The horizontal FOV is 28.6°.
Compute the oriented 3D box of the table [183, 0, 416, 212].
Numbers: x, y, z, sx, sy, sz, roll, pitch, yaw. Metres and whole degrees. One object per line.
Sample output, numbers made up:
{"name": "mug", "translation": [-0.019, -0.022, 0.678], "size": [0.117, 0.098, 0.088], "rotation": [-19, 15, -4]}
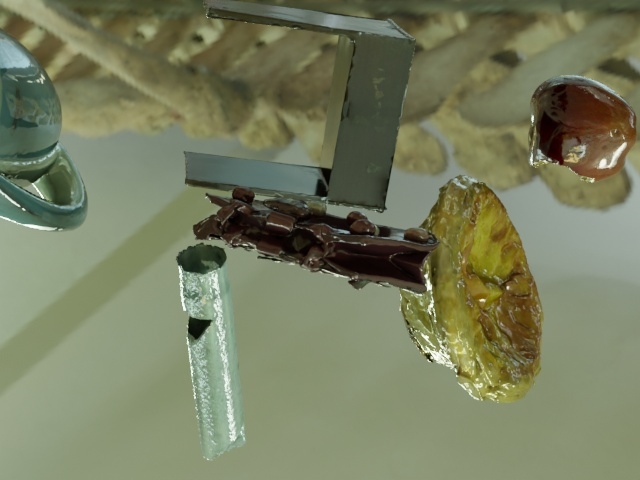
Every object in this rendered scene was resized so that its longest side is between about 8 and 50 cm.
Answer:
{"name": "table", "translation": [-0.039, -0.196, 1.763], "size": [0.282, 0.250, 0.196], "rotation": [6, -163, -9]}

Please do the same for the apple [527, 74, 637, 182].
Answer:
{"name": "apple", "translation": [0.396, -0.172, 1.905], "size": [0.158, 0.147, 0.156], "rotation": [4, -147, 5]}

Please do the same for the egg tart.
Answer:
{"name": "egg tart", "translation": [0.197, 0.071, 1.711], "size": [0.132, 0.341, 0.341], "rotation": [-16, -149, 26]}

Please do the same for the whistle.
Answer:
{"name": "whistle", "translation": [-0.129, 0.143, 1.520], "size": [0.062, 0.312, 0.062], "rotation": [-2, -144, 1]}

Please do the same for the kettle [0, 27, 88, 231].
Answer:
{"name": "kettle", "translation": [-0.429, -0.135, 1.591], "size": [0.247, 0.319, 0.342], "rotation": [-38, 170, 10]}

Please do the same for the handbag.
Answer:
{"name": "handbag", "translation": [0.001, -0.003, 1.329], "size": [0.203, 0.216, 0.073], "rotation": [16, -88, 30]}
